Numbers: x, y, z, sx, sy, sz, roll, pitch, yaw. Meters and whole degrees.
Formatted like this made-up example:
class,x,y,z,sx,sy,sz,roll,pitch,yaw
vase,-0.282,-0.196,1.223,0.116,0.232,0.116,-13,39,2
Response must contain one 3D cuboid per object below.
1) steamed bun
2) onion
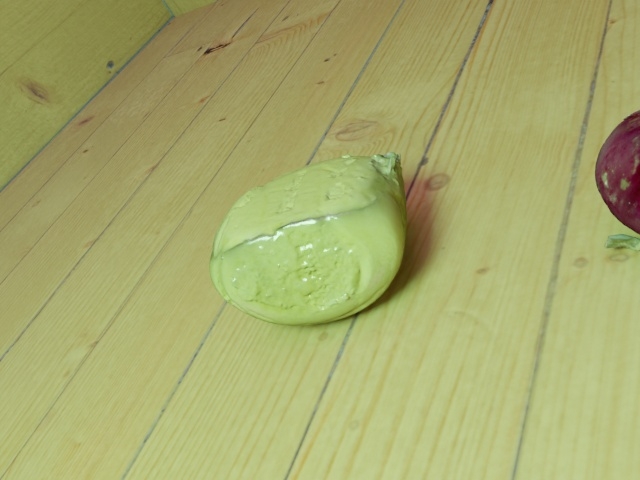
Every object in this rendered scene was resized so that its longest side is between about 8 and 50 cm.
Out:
class,x,y,z,sx,sy,sz,roll,pitch,yaw
steamed bun,0.000,0.000,0.860,0.273,0.166,0.232,-17,25,12
onion,0.378,-0.064,0.651,0.177,0.153,0.177,-17,28,9
